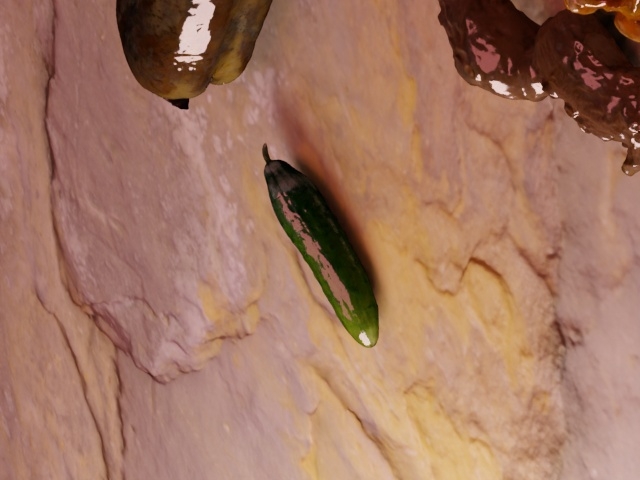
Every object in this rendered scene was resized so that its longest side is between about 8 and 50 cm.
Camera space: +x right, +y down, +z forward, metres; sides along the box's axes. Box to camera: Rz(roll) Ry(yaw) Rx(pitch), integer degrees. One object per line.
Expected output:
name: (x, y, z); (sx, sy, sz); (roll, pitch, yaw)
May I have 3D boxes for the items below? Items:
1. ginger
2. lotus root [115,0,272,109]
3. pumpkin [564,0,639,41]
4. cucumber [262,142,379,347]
ginger: (0.190, -0.165, 1.540); (0.290, 0.084, 0.122); (39, 140, 35)
lotus root: (-0.132, -0.269, 1.845); (0.160, 0.152, 0.275); (57, 141, 32)
pumpkin: (0.272, -0.267, 1.291); (0.303, 0.225, 0.256); (35, 136, 30)
cucumber: (0.000, 0.000, 1.882); (0.250, 0.056, 0.056); (59, 142, 11)
